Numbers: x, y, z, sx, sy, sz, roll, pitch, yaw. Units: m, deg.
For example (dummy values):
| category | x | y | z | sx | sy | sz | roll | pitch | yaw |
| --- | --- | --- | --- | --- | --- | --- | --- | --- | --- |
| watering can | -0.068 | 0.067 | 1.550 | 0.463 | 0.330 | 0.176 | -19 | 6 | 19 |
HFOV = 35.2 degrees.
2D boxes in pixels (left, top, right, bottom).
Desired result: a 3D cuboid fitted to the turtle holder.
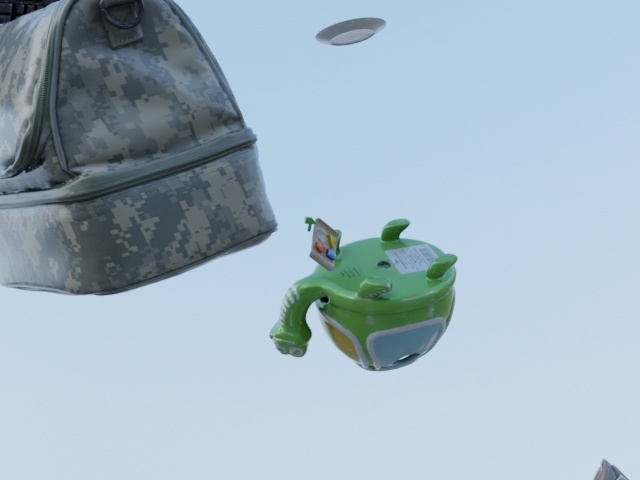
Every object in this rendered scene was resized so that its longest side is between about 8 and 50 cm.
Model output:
| category | x | y | z | sx | sy | sz | roll | pitch | yaw |
| --- | --- | --- | --- | --- | --- | --- | --- | --- | --- |
| turtle holder | 0.094 | 0.124 | 1.811 | 0.243 | 0.320 | 0.227 | 23 | -52 | 36 |

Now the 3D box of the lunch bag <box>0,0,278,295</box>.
| category | x | y | z | sx | sy | sz | roll | pitch | yaw |
| --- | --- | --- | --- | --- | --- | --- | --- | --- | --- |
| lunch bag | -0.213 | -0.096 | 0.936 | 0.213 | 0.256 | 0.305 | -20 | 12 | -32 |

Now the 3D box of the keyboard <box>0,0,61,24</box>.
| category | x | y | z | sx | sy | sz | roll | pitch | yaw |
| --- | --- | --- | --- | --- | --- | --- | --- | --- | --- |
| keyboard | -0.358 | -0.255 | 1.005 | 0.033 | 0.201 | 0.317 | 12 | 14 | 32 |

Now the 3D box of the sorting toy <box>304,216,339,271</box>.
| category | x | y | z | sx | sy | sz | roll | pitch | yaw |
| --- | --- | --- | --- | --- | --- | --- | --- | --- | --- |
| sorting toy | 0.000 | 0.000 | 1.432 | 0.012 | 0.062 | 0.083 | -8 | -31 | 35 |

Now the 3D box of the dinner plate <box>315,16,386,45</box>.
| category | x | y | z | sx | sy | sz | roll | pitch | yaw |
| --- | --- | --- | --- | --- | --- | --- | --- | --- | --- |
| dinner plate | 0.059 | -0.400 | 1.954 | 0.141 | 0.017 | 0.141 | -12 | -5 | -1 |

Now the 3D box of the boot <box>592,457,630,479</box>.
| category | x | y | z | sx | sy | sz | roll | pitch | yaw |
| --- | --- | --- | --- | --- | --- | --- | --- | --- | --- |
| boot | 0.260 | 0.298 | 1.016 | 0.152 | 0.073 | 0.197 | -46 | -19 | 4 |
